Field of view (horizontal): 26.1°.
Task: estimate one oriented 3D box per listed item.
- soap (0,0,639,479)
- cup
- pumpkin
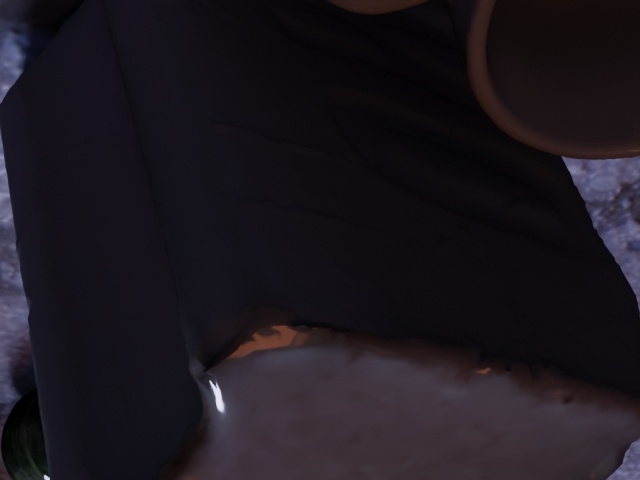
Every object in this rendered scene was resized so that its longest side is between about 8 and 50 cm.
[{"bbox_3d":[0.000,0.000,0.863,0.350,0.435,0.213,20,123,-30],"label":"soap"},{"bbox_3d":[0.122,-0.204,0.804,0.301,0.257,0.227,-7,136,-11],"label":"cup"},{"bbox_3d":[-0.200,0.186,1.241,0.167,0.125,0.167,10,136,10],"label":"pumpkin"}]
